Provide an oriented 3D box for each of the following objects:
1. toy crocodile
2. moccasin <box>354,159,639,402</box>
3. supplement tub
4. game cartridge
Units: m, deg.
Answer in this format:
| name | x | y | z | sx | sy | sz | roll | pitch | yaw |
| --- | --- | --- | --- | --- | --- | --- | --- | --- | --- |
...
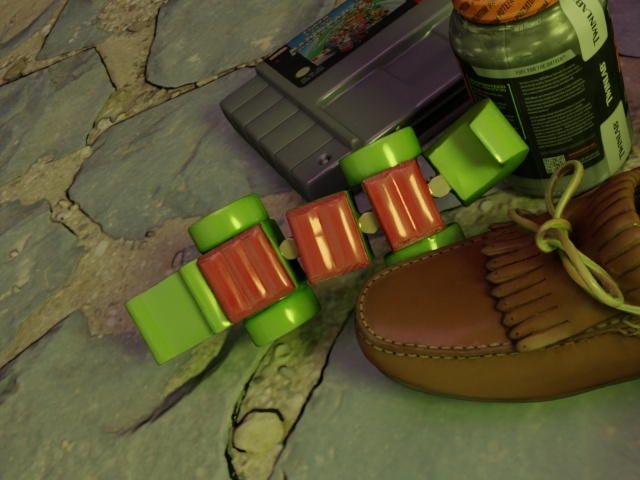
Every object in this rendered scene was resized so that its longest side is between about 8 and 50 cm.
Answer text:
| name | x | y | z | sx | sy | sz | roll | pitch | yaw |
| --- | --- | --- | --- | --- | --- | --- | --- | --- | --- |
| toy crocodile | 0.000 | 0.000 | 0.639 | 0.341 | 0.115 | 0.105 | -25 | 0 | 9 |
| moccasin | 0.198 | 0.013 | 0.511 | 0.380 | 0.147 | 0.139 | -9 | 46 | 24 |
| supplement tub | 0.170 | -0.134 | 0.638 | 0.117 | 0.190 | 0.117 | -16 | 44 | 16 |
| game cartridge | 0.080 | -0.195 | 0.853 | 0.355 | 0.068 | 0.230 | -37 | 46 | -6 |
